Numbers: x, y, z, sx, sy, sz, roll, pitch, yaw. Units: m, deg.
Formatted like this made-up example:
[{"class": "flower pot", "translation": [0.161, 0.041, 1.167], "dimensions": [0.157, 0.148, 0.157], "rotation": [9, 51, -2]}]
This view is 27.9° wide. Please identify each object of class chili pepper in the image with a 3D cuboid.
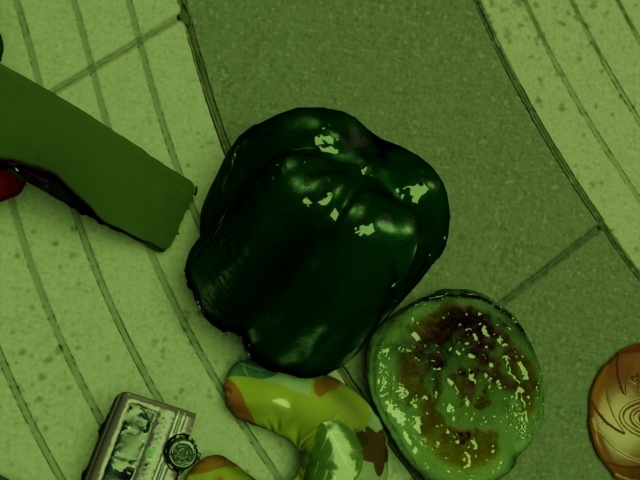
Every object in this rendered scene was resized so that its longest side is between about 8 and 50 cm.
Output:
[{"class": "chili pepper", "translation": [0.000, 0.000, 1.370], "dimensions": [0.248, 0.257, 0.233], "rotation": [26, 45, -12]}]

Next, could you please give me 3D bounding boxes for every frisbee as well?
[{"class": "frisbee", "translation": [0.420, 0.219, 1.586], "dimensions": [0.192, 0.035, 0.192], "rotation": [4, 76, -17]}]

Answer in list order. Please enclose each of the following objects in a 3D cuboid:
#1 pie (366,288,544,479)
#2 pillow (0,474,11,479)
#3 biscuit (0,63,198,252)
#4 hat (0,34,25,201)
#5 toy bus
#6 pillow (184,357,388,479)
[{"class": "pie", "translation": [0.156, 0.169, 1.495], "dimensions": [0.240, 0.054, 0.241], "rotation": [6, 73, -22]}, {"class": "pillow", "translation": [-0.374, 0.311, 1.236], "dimensions": [0.173, 0.067, 0.270], "rotation": [22, 41, 1]}, {"class": "biscuit", "translation": [-0.255, -0.083, 1.339], "dimensions": [0.322, 0.038, 0.099], "rotation": [32, 74, -45]}, {"class": "hat", "translation": [-0.419, -0.180, 1.321], "dimensions": [0.274, 0.242, 0.332], "rotation": [-38, 116, -4]}, {"class": "toy bus", "translation": [-0.202, 0.263, 1.338], "dimensions": [0.108, 0.096, 0.199], "rotation": [22, 70, -8]}, {"class": "pillow", "translation": [-0.033, 0.255, 1.410], "dimensions": [0.214, 0.086, 0.233], "rotation": [24, 74, -1]}]
